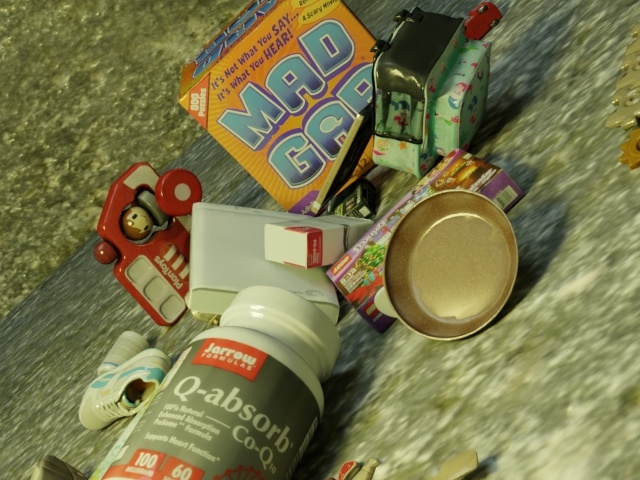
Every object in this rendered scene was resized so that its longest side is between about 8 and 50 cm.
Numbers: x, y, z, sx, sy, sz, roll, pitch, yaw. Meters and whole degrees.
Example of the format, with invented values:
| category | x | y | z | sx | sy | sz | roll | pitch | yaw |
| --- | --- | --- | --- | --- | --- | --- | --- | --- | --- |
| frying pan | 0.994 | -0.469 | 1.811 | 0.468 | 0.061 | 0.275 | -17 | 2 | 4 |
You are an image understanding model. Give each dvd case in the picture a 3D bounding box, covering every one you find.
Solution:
| category | x | y | z | sx | sy | sz | roll | pitch | yaw |
| --- | --- | --- | --- | --- | --- | --- | --- | --- | --- |
| dvd case | 0.059 | -0.166 | 1.858 | 0.164 | 0.018 | 0.221 | -49 | -12 | -53 |

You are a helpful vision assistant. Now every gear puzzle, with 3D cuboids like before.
| category | x | y | z | sx | sy | sz | roll | pitch | yaw |
| --- | --- | --- | --- | --- | --- | --- | --- | --- | --- |
| gear puzzle | 0.470 | -0.210 | 1.365 | 0.175 | 0.044 | 0.339 | -22 | 32 | 44 |

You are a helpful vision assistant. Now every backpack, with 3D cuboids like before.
| category | x | y | z | sx | sy | sz | roll | pitch | yaw |
| --- | --- | --- | --- | --- | --- | --- | --- | --- | --- |
| backpack | 0.179 | -0.233 | 1.732 | 0.253 | 0.191 | 0.225 | 97 | -161 | -50 |

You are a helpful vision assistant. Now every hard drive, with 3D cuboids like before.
| category | x | y | z | sx | sy | sz | roll | pitch | yaw |
| --- | --- | --- | --- | --- | --- | --- | --- | --- | --- |
| hard drive | -0.104 | 0.031 | 1.744 | 0.353 | 0.233 | 0.047 | -104 | 23 | -65 |

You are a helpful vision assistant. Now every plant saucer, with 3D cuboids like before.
| category | x | y | z | sx | sy | sz | roll | pitch | yaw |
| --- | --- | --- | --- | --- | --- | --- | --- | --- | --- |
| plant saucer | 0.172 | 0.033 | 1.337 | 0.198 | 0.036 | 0.199 | -9 | 74 | 35 |

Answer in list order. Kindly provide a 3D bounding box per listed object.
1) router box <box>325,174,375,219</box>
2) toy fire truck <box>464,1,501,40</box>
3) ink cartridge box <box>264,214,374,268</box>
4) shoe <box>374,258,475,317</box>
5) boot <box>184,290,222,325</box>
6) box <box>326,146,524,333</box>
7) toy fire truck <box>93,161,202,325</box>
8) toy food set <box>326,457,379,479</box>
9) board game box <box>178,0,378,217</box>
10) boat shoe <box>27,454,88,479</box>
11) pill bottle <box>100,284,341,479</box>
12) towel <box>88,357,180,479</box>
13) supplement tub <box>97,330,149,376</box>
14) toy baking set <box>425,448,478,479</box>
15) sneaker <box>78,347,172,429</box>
| category | x | y | z | sx | sy | sz | roll | pitch | yaw |
| --- | --- | --- | --- | --- | --- | --- | --- | --- | --- |
| router box | 0.054 | -0.059 | 1.886 | 0.092 | 0.038 | 0.122 | -38 | 20 | 20 |
| toy fire truck | 0.280 | -0.421 | 2.165 | 0.192 | 0.047 | 0.135 | -45 | 18 | -5 |
| ink cartridge box | 0.000 | 0.000 | 1.691 | 0.150 | 0.063 | 0.109 | -9 | 13 | -40 |
| shoe | 0.159 | 0.047 | 1.427 | 0.178 | 0.063 | 0.081 | -24 | 26 | 34 |
| boot | -0.160 | 0.085 | 1.936 | 0.203 | 0.095 | 0.262 | -42 | 17 | 6 |
| box | 0.149 | -0.008 | 1.558 | 0.293 | 0.057 | 0.201 | -44 | 18 | 1 |
| toy fire truck | -0.344 | -0.001 | 2.188 | 0.254 | 0.302 | 0.169 | -50 | 24 | -27 |
| toy food set | 0.014 | 0.307 | 1.237 | 0.078 | 0.019 | 0.122 | -12 | 37 | 57 |
| board game box | -0.038 | -0.316 | 2.118 | 0.356 | 0.356 | 0.356 | -41 | 19 | 10 |
| boat shoe | -0.474 | 0.496 | 1.712 | 0.130 | 0.132 | 0.355 | -51 | 9 | 11 |
| pill bottle | -0.121 | 0.245 | 1.350 | 0.210 | 0.210 | 0.363 | -24 | 28 | 46 |
| towel | -0.203 | 0.285 | 1.621 | 0.374 | 0.090 | 0.320 | -53 | 22 | -25 |
| supplement tub | -0.409 | 0.249 | 2.140 | 0.071 | 0.071 | 0.107 | -25 | 26 | 43 |
| toy baking set | 0.078 | 0.330 | 1.055 | 0.197 | 0.030 | 0.256 | -19 | 32 | 46 |
| sneaker | -0.383 | 0.297 | 1.968 | 0.228 | 0.087 | 0.092 | -39 | 22 | 21 |
